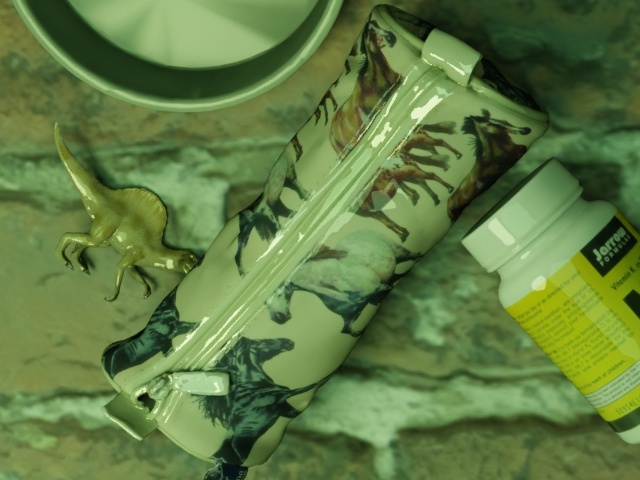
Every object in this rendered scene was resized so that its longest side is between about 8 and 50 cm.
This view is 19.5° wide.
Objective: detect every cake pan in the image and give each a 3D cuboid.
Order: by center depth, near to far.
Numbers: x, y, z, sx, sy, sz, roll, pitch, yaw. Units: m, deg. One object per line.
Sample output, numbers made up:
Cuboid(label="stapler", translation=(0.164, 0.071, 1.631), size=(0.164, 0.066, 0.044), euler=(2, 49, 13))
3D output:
Cuboid(label="cake pan", translation=(-0.113, -0.247, 1.471), size=(0.293, 0.054, 0.293), euler=(5, 113, 11))

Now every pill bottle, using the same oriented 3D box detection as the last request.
Cuboid(label="pill bottle", translation=(0.213, 0.045, 1.444), size=(0.119, 0.119, 0.208), euler=(-42, 91, 18))

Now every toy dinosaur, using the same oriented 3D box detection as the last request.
Cuboid(label="toy dinosaur", translation=(-0.178, -0.012, 1.570), size=(0.183, 0.053, 0.092), euler=(43, 93, -6))

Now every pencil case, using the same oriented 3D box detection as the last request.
Cuboid(label="pencil case", translation=(0.000, 0.000, 1.453), size=(0.160, 0.183, 0.410), euler=(40, 107, 2))
